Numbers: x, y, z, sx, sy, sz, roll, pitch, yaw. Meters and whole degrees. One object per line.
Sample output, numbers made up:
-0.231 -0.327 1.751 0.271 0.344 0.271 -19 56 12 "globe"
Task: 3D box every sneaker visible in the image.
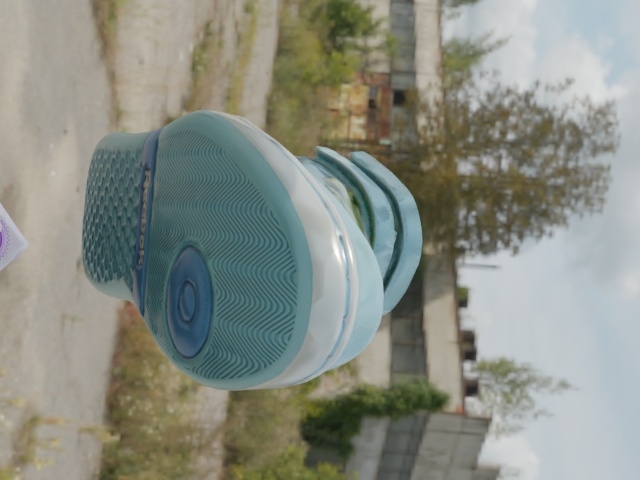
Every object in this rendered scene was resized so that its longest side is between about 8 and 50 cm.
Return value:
0.000 0.000 0.550 0.319 0.208 0.127 24 -73 62 "sneaker"

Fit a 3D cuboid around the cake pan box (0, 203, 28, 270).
-0.364 0.045 0.668 0.267 0.245 0.070 -49 133 -34 "cake pan box"
